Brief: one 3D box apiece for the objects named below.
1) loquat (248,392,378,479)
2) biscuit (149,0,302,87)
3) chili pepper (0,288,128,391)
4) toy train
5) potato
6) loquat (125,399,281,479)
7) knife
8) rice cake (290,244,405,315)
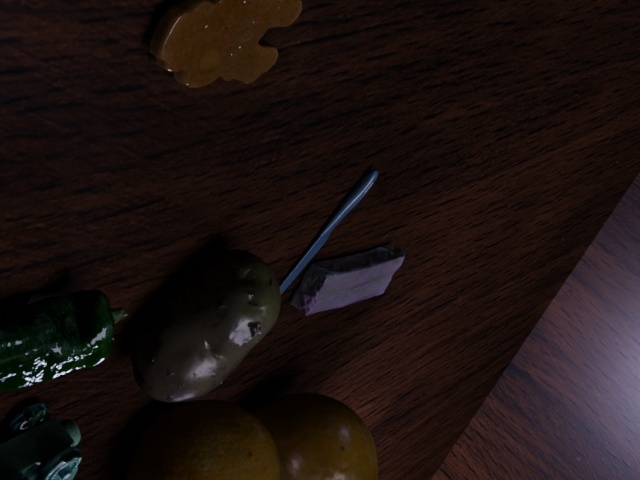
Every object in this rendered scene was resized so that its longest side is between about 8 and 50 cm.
[{"bbox_3d":[-0.029,0.469,2.363,0.328,0.359,0.328,-29,142,-26],"label":"loquat"},{"bbox_3d":[-0.113,-0.243,1.419,0.236,0.040,0.144,-11,131,-55],"label":"biscuit"},{"bbox_3d":[-0.355,0.127,1.495,0.270,0.099,0.136,-21,137,-42],"label":"chili pepper"},{"bbox_3d":[-0.429,0.324,1.679,0.203,0.112,0.163,-22,155,-44],"label":"toy train"},{"bbox_3d":[-0.169,0.129,1.793,0.262,0.165,0.165,-44,159,5],"label":"potato"},{"bbox_3d":[-0.193,0.404,2.055,0.275,0.275,0.275,-40,157,-21],"label":"loquat"},{"bbox_3d":[0.000,0.000,2.076,0.313,0.019,0.044,-50,161,10],"label":"knife"},{"bbox_3d":[0.054,0.072,2.247,0.298,0.050,0.106,-12,138,-57],"label":"rice cake"}]
